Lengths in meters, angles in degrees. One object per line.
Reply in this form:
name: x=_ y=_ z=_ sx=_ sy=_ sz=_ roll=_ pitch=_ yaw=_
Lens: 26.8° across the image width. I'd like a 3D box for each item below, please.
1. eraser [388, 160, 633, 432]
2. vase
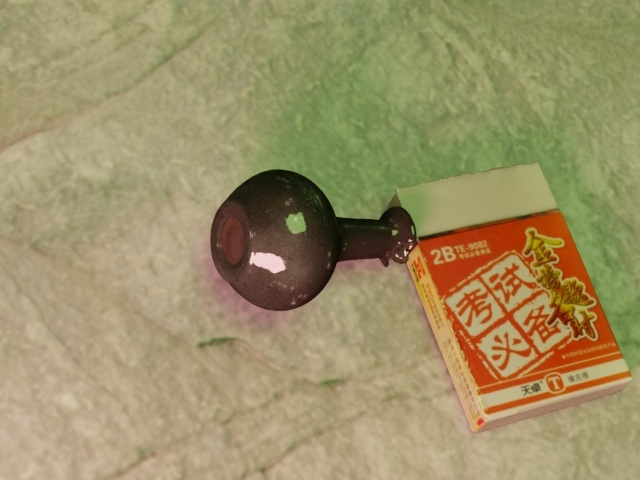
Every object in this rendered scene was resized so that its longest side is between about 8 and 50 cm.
eraser: x=0.170 y=0.046 z=1.219 sx=0.157 sy=0.038 sz=0.230 roll=-12 pitch=68 yaw=-22
vase: x=0.000 y=0.000 z=1.155 sx=0.183 sy=0.120 sz=0.120 roll=0 pitch=63 yaw=-34
